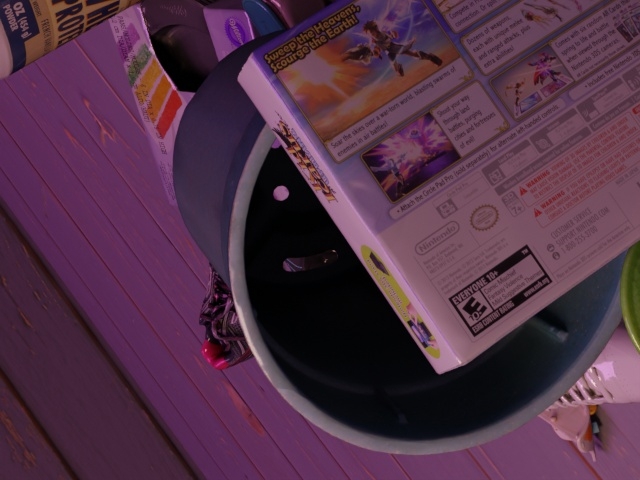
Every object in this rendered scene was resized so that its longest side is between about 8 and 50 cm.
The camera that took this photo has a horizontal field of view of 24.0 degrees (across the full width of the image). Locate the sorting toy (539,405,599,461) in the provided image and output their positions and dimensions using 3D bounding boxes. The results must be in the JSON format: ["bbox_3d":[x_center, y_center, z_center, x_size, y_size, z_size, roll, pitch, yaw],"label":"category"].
[{"bbox_3d":[0.251,0.187,1.502,0.083,0.045,0.075,35,159,45],"label":"sorting toy"}]

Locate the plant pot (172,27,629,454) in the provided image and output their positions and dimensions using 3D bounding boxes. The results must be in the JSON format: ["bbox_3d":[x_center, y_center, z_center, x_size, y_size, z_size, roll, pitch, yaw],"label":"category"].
[{"bbox_3d":[0.036,-0.039,1.262,0.341,0.341,0.334,64,167,-22],"label":"plant pot"}]

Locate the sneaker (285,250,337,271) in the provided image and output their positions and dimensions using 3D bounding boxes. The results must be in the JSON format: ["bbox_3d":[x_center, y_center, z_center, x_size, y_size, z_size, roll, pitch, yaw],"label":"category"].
[{"bbox_3d":[0.000,0.000,1.751,0.267,0.101,0.106,64,171,4],"label":"sneaker"}]

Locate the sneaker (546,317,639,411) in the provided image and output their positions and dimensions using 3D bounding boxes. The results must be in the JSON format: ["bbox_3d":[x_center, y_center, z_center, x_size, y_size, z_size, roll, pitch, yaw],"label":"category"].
[{"bbox_3d":[0.235,0.117,1.344,0.090,0.094,0.235,62,159,-10],"label":"sneaker"}]

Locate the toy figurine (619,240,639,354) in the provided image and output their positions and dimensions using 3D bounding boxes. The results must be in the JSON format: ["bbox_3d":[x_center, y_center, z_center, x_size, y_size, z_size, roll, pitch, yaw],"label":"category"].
[{"bbox_3d":[0.320,0.045,1.027,0.173,0.130,0.159,39,156,-18],"label":"toy figurine"}]

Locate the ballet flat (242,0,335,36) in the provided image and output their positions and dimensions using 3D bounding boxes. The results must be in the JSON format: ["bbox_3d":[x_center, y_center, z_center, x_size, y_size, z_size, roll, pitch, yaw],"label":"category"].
[{"bbox_3d":[0.012,-0.162,1.459,0.086,0.086,0.248,28,152,54],"label":"ballet flat"}]

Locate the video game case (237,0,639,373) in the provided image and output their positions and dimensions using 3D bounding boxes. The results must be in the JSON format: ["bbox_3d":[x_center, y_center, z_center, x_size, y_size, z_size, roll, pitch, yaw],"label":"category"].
[{"bbox_3d":[0.122,-0.084,1.021,0.244,0.269,0.061,56,163,2],"label":"video game case"}]

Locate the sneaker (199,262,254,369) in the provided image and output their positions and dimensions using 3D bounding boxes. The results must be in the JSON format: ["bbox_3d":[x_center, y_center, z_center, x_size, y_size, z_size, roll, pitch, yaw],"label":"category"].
[{"bbox_3d":[-0.119,0.085,2.118,0.121,0.112,0.299,45,157,31],"label":"sneaker"}]

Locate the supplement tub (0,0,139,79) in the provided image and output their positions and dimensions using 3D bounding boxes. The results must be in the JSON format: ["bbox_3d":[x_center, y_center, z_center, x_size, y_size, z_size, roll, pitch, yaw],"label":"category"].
[{"bbox_3d":[-0.262,-0.323,1.493,0.228,0.316,0.228,48,159,24],"label":"supplement tub"}]

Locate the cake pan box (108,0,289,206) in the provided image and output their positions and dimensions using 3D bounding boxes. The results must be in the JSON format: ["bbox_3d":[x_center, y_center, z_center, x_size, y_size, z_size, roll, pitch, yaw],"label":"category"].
[{"bbox_3d":[-0.104,-0.150,1.611,0.245,0.070,0.267,12,126,43],"label":"cake pan box"}]
